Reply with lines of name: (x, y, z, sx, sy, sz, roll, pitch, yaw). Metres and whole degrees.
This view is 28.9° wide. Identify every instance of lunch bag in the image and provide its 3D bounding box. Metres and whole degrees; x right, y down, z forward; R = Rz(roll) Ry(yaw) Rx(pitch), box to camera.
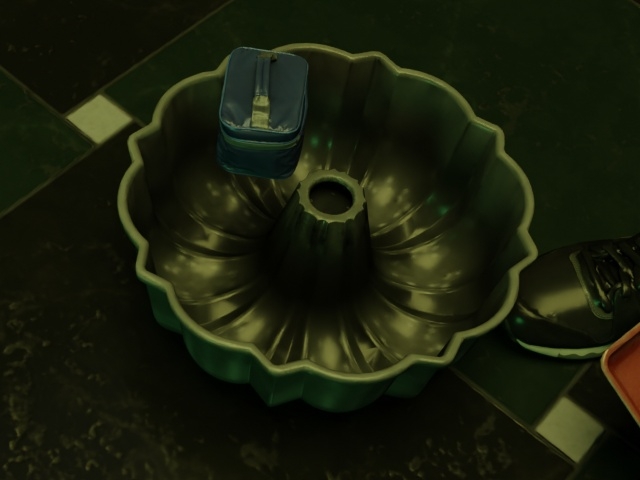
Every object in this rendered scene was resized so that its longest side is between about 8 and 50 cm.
lunch bag: (-0.043, -0.105, 0.962, 0.067, 0.065, 0.098, 7, 54, -4)

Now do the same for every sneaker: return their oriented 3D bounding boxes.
sneaker: (0.283, 0.014, 1.044, 0.283, 0.124, 0.107, -9, 56, -15)

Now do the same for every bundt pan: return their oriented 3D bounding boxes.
bundt pan: (0.000, 0.000, 1.010, 0.331, 0.124, 0.331, 5, 54, -7)

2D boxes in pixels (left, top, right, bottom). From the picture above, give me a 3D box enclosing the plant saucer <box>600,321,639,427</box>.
plant saucer: (0.362, 0.125, 0.957, 0.258, 0.048, 0.259, -35, 94, -19)
